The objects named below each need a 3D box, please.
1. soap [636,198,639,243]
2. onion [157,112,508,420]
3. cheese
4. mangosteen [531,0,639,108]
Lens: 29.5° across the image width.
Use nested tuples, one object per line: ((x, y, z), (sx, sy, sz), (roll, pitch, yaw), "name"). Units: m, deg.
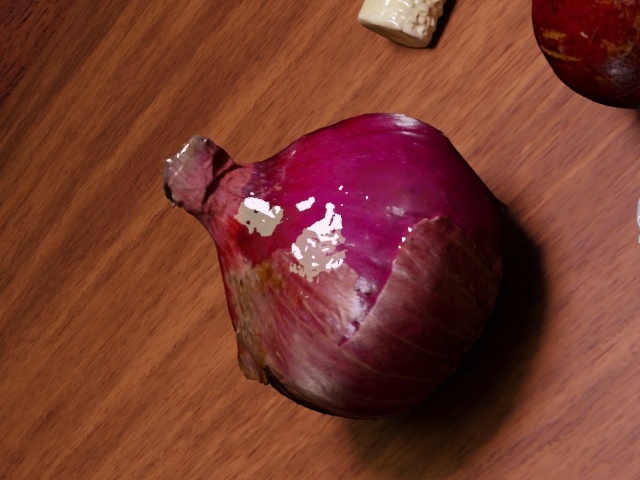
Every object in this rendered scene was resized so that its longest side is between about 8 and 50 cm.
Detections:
((0.344, -0.053, 1.108), (0.100, 0.056, 0.149), (173, 118, -75), "soap")
((0.000, 0.000, 1.293), (0.348, 0.385, 0.348), (-50, 22, 28), "onion")
((0.127, -0.350, 1.631), (0.123, 0.094, 0.167), (22, 91, 49), "cheese")
((0.329, -0.223, 1.155), (0.257, 0.215, 0.215), (23, 87, 30), "mangosteen")
